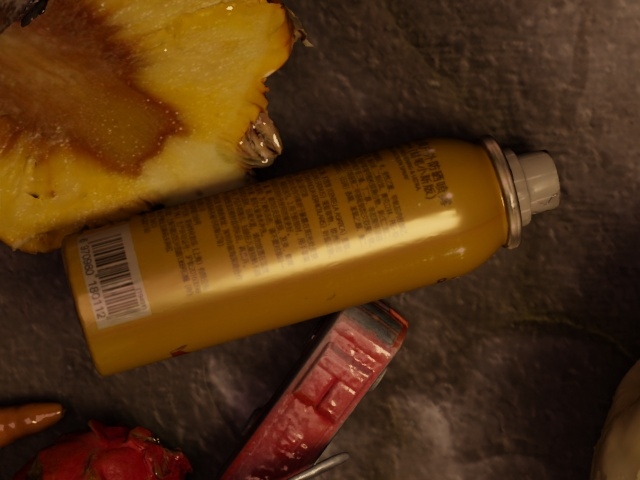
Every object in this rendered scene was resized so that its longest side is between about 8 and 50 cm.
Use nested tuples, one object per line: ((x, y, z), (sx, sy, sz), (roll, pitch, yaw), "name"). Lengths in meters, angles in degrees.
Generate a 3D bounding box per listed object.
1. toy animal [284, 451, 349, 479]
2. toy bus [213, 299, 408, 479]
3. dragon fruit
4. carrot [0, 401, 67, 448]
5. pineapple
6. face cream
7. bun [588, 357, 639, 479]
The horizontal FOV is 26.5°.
((-0.050, 0.261, 0.987), (0.176, 0.255, 0.239), (32, 128, 24), "toy animal")
((-0.009, 0.128, 1.016), (0.065, 0.077, 0.192), (35, 102, -2), "toy bus")
((-0.177, 0.208, 1.022), (0.165, 0.133, 0.136), (-21, 98, 12), "dragon fruit")
((-0.358, 0.177, 1.078), (0.335, 0.069, 0.069), (-20, 95, 7), "carrot")
((-0.154, -0.139, 0.976), (0.344, 0.286, 0.209), (-34, 51, 18), "pineapple")
((0.000, 0.000, 0.960), (0.348, 0.105, 0.105), (-16, 96, -5), "face cream")
((0.350, 0.164, 0.903), (0.359, 0.211, 0.360), (7, 117, 13), "bun")
